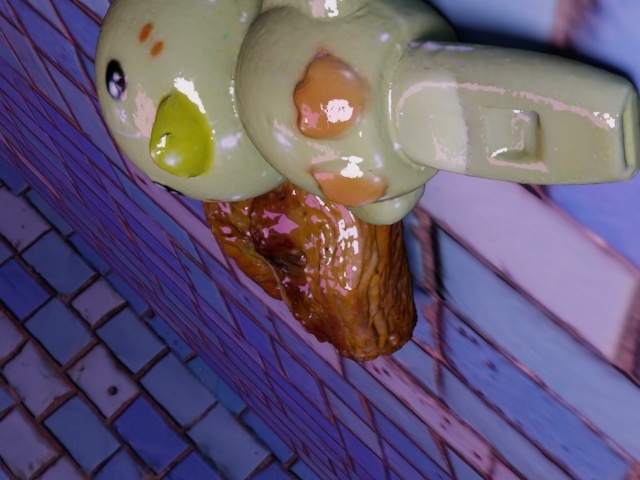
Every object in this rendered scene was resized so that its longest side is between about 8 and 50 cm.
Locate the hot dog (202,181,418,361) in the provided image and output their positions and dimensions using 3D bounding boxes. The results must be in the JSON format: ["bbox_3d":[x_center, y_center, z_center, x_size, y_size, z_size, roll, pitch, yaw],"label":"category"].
[{"bbox_3d":[0.000,-0.003,0.654,0.160,0.099,0.227,38,165,36],"label":"hot dog"}]

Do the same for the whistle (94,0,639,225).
[{"bbox_3d":[-0.009,-0.063,0.454,0.294,0.141,0.141,29,156,48],"label":"whistle"}]
